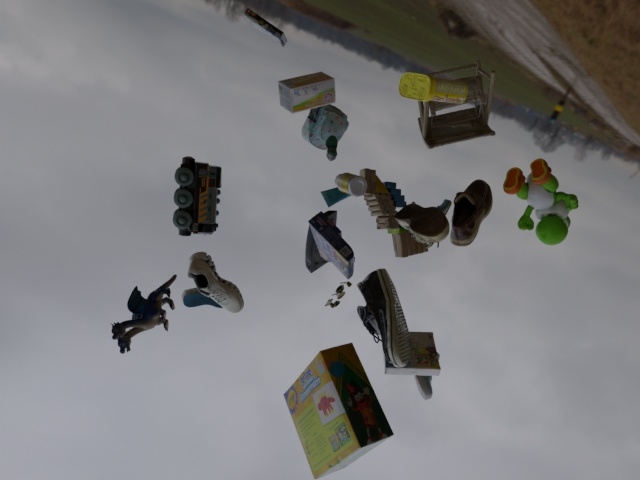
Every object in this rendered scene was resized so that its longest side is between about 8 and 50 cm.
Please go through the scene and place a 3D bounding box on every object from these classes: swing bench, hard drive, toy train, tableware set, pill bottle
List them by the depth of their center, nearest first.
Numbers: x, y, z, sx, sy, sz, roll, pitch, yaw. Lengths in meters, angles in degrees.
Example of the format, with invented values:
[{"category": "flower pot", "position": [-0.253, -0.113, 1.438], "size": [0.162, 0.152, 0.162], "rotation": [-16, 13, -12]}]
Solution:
[{"category": "pill bottle", "position": [0.091, -0.176, 1.590], "size": [0.065, 0.065, 0.116], "rotation": [12, -170, -28]}, {"category": "swing bench", "position": [0.497, -0.499, 1.902], "size": [0.253, 0.255, 0.165], "rotation": [-11, -147, 0]}, {"category": "toy train", "position": [-0.509, -0.177, 2.121], "size": [0.190, 0.334, 0.142], "rotation": [2, -170, -15]}, {"category": "hard drive", "position": [0.000, 0.000, 2.232], "size": [0.054, 0.255, 0.172], "rotation": [23, -147, 27]}, {"category": "tableware set", "position": [0.087, 0.243, 2.279], "size": [0.024, 0.154, 0.104], "rotation": [45, -154, 27]}]

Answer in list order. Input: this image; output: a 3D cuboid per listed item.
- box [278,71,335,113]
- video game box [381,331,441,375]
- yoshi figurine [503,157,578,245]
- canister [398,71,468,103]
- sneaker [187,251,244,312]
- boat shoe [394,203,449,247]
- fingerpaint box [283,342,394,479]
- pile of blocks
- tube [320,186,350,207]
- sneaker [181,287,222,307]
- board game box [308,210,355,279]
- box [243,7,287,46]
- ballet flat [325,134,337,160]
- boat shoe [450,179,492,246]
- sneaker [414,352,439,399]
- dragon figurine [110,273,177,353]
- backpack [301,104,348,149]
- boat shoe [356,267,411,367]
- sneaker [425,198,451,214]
[{"category": "box", "position": [-0.052, -0.596, 2.060], "size": [0.203, 0.103, 0.114], "rotation": [-21, -141, -22]}, {"category": "video game box", "position": [0.339, 0.427, 1.949], "size": [0.205, 0.048, 0.187], "rotation": [1, -146, 1]}, {"category": "yoshi figurine", "position": [0.806, -0.111, 1.844], "size": [0.362, 0.203, 0.203], "rotation": [40, -176, -35]}, {"category": "canister", "position": [0.337, -0.448, 1.518], "size": [0.169, 0.073, 0.126], "rotation": [-6, -156, -35]}, {"category": "sneaker", "position": [-0.399, 0.181, 1.925], "size": [0.292, 0.110, 0.118], "rotation": [52, -162, -25]}, {"category": "boat shoe", "position": [0.316, -0.042, 1.533], "size": [0.089, 0.104, 0.285], "rotation": [52, -179, -19]}, {"category": "fingerpaint box", "position": [0.052, 0.671, 2.006], "size": [0.163, 0.445, 0.371], "rotation": [-7, -123, -31]}, {"category": "pile of blocks", "position": [0.239, -0.099, 1.768], "size": [0.362, 0.149, 0.112], "rotation": [57, 161, -12]}, {"category": "tube", "position": [0.104, -0.219, 2.318], "size": [0.207, 0.052, 0.080], "rotation": [-23, -105, -25]}, {"category": "sneaker", "position": [-0.480, 0.238, 2.207], "size": [0.228, 0.088, 0.092], "rotation": [5, -167, -24]}, {"category": "board game box", "position": [0.048, 0.028, 1.687], "size": [0.194, 0.060, 0.194], "rotation": [46, 165, 21]}, {"category": "box", "position": [-0.173, -0.678, 1.637], "size": [0.137, 0.027, 0.094], "rotation": [35, -174, 0]}, {"category": "ballet flat", "position": [0.034, -0.292, 1.639], "size": [0.041, 0.041, 0.114], "rotation": [18, -139, -14]}, {"category": "boat shoe", "position": [0.575, -0.135, 1.977], "size": [0.123, 0.123, 0.342], "rotation": [8, -130, 35]}, {"category": "sneaker", "position": [0.517, 0.599, 2.506], "size": [0.150, 0.135, 0.366], "rotation": [-16, -138, 7]}, {"category": "dragon figurine", "position": [-0.502, 0.187, 1.474], "size": [0.144, 0.085, 0.289], "rotation": [2, -133, -1]}, {"category": "backpack", "position": [0.016, -0.484, 2.200], "size": [0.165, 0.188, 0.144], "rotation": [16, -155, -44]}, {"category": "boat shoe", "position": [0.227, 0.290, 1.914], "size": [0.500, 0.156, 0.187], "rotation": [-96, -19, -58]}, {"category": "sneaker", "position": [0.415, -0.106, 1.846], "size": [0.073, 0.063, 0.162], "rotation": [35, -127, 16]}]
